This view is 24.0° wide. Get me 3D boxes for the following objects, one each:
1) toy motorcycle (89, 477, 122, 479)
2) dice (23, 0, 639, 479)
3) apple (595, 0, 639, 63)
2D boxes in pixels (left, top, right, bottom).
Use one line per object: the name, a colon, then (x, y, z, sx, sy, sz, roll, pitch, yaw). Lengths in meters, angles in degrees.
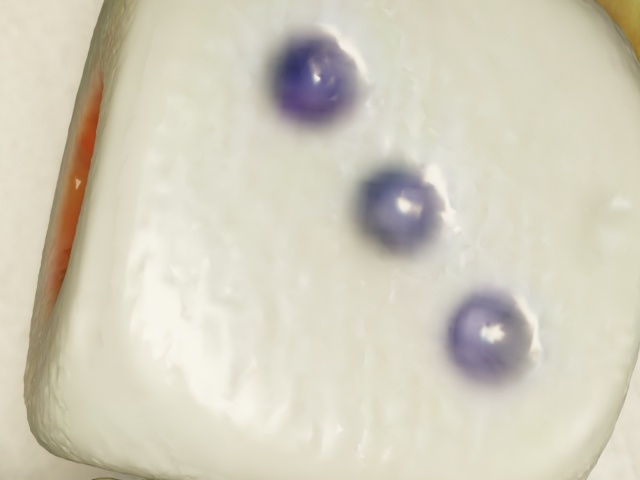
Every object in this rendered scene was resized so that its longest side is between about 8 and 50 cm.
toy motorcycle: (-0.096, 0.156, 0.512, 0.340, 0.223, 0.108, 11, 46, -16)
dice: (0.000, 0.000, 0.556, 0.191, 0.194, 0.193, 13, 80, -16)
apple: (0.259, -0.139, 0.585, 0.277, 0.319, 0.319, 17, 81, -23)
